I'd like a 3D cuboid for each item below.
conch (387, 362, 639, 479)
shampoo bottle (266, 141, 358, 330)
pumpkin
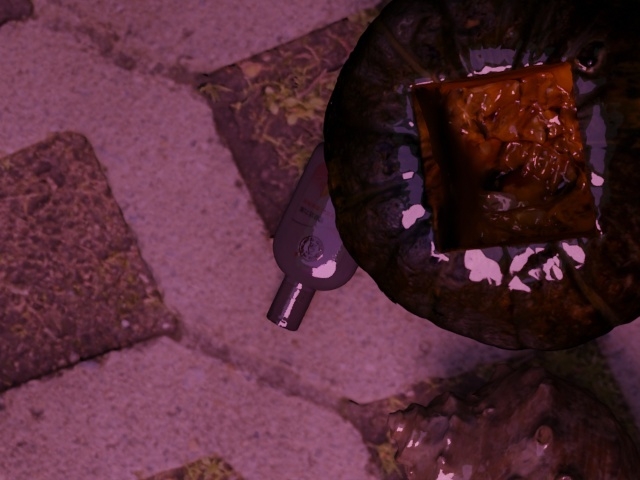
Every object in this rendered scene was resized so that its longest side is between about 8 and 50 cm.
[{"bbox_3d":[0.166,0.281,1.338,0.352,0.210,0.297,48,120,12],"label":"conch"},{"bbox_3d":[0.000,0.000,1.450,0.080,0.040,0.165,28,100,10],"label":"shampoo bottle"},{"bbox_3d":[0.155,-0.065,1.311,0.320,0.192,0.320,2,96,14],"label":"pumpkin"}]
